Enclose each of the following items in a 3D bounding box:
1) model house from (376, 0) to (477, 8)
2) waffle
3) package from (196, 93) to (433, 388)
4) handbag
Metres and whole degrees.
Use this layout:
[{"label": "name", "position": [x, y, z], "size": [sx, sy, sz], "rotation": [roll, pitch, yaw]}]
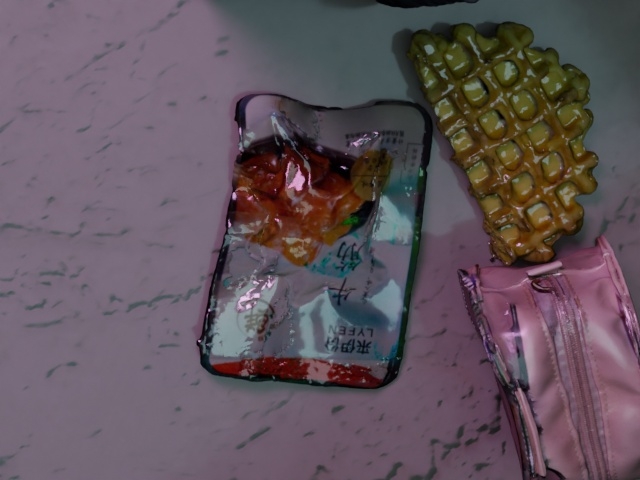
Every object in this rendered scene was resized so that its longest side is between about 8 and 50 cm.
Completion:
[{"label": "model house", "position": [0.106, -0.290, 1.038], "size": [0.339, 0.360, 0.297], "rotation": [6, 96, -10]}, {"label": "waffle", "position": [0.138, -0.073, 1.226], "size": [0.161, 0.046, 0.192], "rotation": [3, 101, -15]}, {"label": "package", "position": [0.000, 0.000, 1.222], "size": [0.166, 0.040, 0.232], "rotation": [8, 96, -14]}, {"label": "handbag", "position": [0.184, 0.098, 1.196], "size": [0.116, 0.179, 0.205], "rotation": [-16, 112, 3]}]
